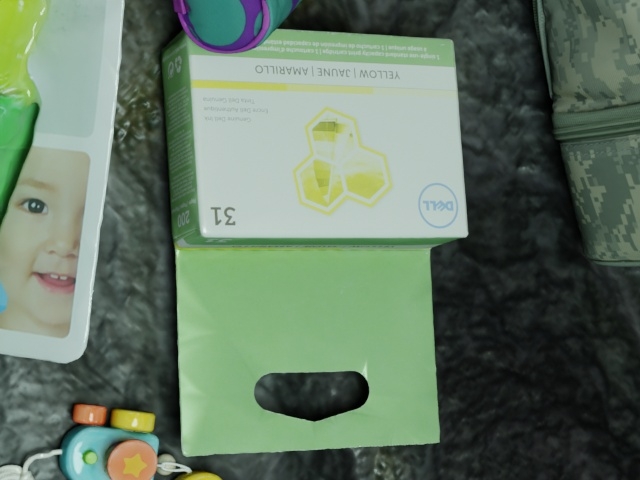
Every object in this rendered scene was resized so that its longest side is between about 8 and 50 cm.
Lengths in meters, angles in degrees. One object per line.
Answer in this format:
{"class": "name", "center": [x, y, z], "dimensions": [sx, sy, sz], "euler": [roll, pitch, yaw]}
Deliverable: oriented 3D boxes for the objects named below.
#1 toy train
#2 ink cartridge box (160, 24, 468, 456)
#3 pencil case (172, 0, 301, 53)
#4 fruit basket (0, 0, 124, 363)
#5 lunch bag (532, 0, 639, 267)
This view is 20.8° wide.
{"class": "toy train", "center": [-0.101, 0.169, 0.964], "dimensions": [0.125, 0.046, 0.166], "euler": [-45, 107, -19]}
{"class": "ink cartridge box", "center": [0.000, 0.000, 0.993], "dimensions": [0.171, 0.056, 0.235], "euler": [0, 80, -25]}
{"class": "pencil case", "center": [-0.024, -0.169, 0.967], "dimensions": [0.151, 0.070, 0.064], "euler": [-52, 152, -41]}
{"class": "fruit basket", "center": [-0.232, -0.140, 0.772], "dimensions": [0.165, 0.327, 0.353], "euler": [-20, 118, -67]}
{"class": "lunch bag", "center": [0.287, -0.140, 1.051], "dimensions": [0.305, 0.212, 0.256], "euler": [-17, 97, -24]}
